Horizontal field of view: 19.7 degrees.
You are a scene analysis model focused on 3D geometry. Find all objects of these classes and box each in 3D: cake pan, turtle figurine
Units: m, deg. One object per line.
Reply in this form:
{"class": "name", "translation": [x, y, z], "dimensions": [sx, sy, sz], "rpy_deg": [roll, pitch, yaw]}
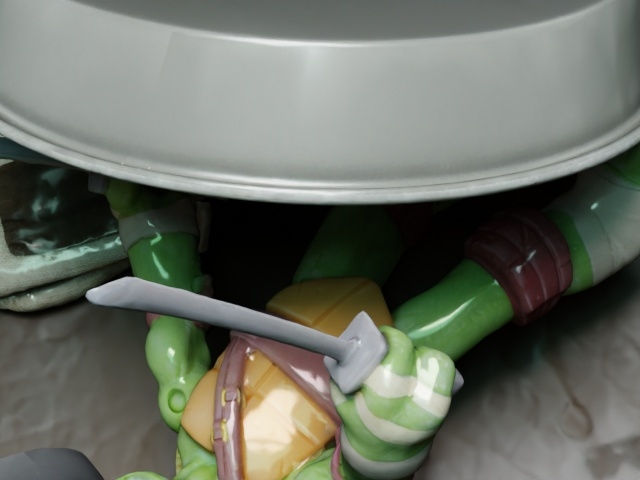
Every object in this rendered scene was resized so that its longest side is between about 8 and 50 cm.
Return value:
{"class": "cake pan", "translation": [-0.003, -0.096, 0.737], "dimensions": [0.293, 0.054, 0.293], "rpy_deg": [2, 25, -1]}
{"class": "turtle figurine", "translation": [0.000, 0.000, 0.714], "dimensions": [0.266, 0.198, 0.274], "rpy_deg": [-38, 105, -25]}

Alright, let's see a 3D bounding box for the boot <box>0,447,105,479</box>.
{"class": "boot", "translation": [-0.051, 0.342, 0.589], "dimensions": [0.445, 0.146, 0.367], "rpy_deg": [45, 111, 23]}

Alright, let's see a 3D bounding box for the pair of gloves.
{"class": "pair of gloves", "translation": [-0.154, -0.082, 0.864], "dimensions": [0.204, 0.042, 0.240], "rpy_deg": [-9, 68, 3]}
